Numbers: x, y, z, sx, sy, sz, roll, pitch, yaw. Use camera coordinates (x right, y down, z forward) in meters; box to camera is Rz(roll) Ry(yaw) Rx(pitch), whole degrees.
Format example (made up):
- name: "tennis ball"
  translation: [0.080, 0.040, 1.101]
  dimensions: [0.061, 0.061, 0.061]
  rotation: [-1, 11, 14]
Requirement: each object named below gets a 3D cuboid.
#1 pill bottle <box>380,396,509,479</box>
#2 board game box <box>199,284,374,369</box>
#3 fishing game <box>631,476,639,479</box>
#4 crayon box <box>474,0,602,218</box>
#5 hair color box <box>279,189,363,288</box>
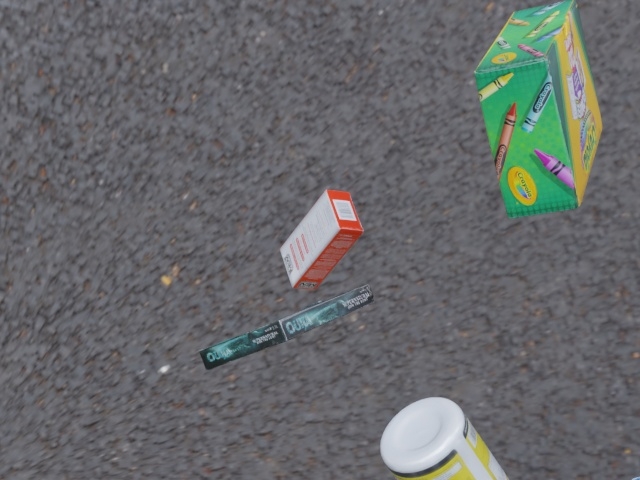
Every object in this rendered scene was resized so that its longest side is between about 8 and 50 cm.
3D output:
- name: "pill bottle"
  translation: [0.151, 0.270, 1.354]
  dimensions: [0.103, 0.103, 0.184]
  rotation: [-46, 120, -21]
- name: "board game box"
  translation: [-0.035, 0.098, 1.400]
  dimensions: [0.186, 0.126, 0.026]
  rotation: [-19, 86, -55]
- name: "fishing game"
  translation: [0.410, 0.391, 1.680]
  dimensions: [0.041, 0.189, 0.264]
  rotation: [23, 77, 25]
- name: "crayon box"
  translation: [0.249, -0.154, 1.355]
  dimensions: [0.278, 0.081, 0.165]
  rotation: [-54, 131, -61]
- name: "hair color box"
  translation: [0.000, 0.000, 1.709]
  dimensions: [0.043, 0.141, 0.072]
  rotation: [6, 51, -34]
